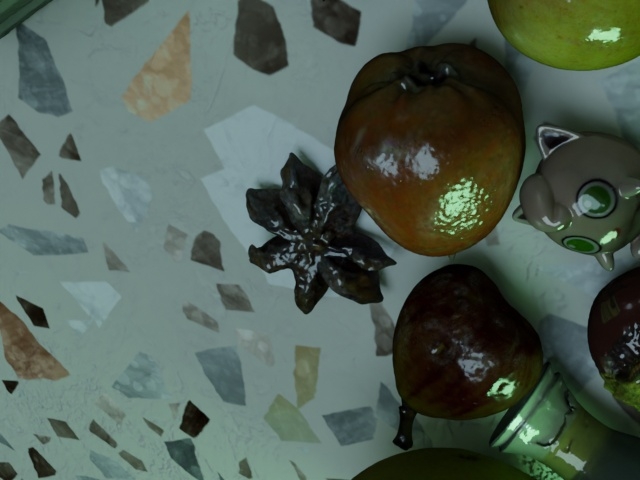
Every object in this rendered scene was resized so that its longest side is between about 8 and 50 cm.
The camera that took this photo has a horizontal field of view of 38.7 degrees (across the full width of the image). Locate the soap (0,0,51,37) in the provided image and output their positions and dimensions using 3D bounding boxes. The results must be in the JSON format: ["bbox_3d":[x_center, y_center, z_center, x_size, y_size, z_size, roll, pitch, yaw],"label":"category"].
[{"bbox_3d":[-0.395,-0.317,0.942,0.435,0.350,0.213,-18,110,40],"label":"soap"}]

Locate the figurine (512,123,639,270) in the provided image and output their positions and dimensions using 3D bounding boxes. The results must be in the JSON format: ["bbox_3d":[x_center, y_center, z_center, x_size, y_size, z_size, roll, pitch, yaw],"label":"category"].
[{"bbox_3d":[0.260,-0.043,0.880,0.138,0.125,0.125,20,128,12],"label":"figurine"}]

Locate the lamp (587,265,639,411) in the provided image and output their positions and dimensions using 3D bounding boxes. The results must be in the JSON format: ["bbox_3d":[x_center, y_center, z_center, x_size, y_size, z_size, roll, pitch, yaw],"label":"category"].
[{"bbox_3d":[0.346,0.105,0.919,0.156,0.135,0.157,-10,112,35],"label":"lamp"}]

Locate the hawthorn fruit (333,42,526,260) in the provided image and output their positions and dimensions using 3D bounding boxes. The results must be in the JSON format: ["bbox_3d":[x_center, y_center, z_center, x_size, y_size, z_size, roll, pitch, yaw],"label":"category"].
[{"bbox_3d":[0.117,-0.068,0.910,0.199,0.199,0.251,6,136,28],"label":"hawthorn fruit"}]

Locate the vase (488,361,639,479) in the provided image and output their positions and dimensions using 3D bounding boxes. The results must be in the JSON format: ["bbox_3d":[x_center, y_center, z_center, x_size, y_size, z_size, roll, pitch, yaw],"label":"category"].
[{"bbox_3d":[0.353,0.279,1.025,0.321,0.173,0.173,39,132,12],"label":"vase"}]

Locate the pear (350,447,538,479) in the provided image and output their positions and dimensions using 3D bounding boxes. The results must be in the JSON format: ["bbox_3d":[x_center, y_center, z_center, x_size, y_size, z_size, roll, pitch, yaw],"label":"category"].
[{"bbox_3d":[0.157,0.428,1.089,0.362,0.363,0.418,-10,143,35],"label":"pear"}]

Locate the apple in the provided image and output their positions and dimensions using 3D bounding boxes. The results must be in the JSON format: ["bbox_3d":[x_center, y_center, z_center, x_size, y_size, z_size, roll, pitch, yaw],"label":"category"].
[{"bbox_3d":[0.223,-0.231,0.754,0.155,0.182,0.182,6,129,-9],"label":"apple"}]

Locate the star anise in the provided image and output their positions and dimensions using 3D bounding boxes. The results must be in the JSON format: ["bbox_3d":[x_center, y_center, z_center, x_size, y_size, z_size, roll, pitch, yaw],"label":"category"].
[{"bbox_3d":[-0.015,-0.001,1.105,0.196,0.073,0.212,-15,109,34],"label":"star anise"}]

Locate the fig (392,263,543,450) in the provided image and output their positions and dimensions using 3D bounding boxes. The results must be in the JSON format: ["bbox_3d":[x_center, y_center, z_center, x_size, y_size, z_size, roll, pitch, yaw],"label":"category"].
[{"bbox_3d":[0.146,0.155,1.062,0.170,0.145,0.274,43,133,18],"label":"fig"}]
